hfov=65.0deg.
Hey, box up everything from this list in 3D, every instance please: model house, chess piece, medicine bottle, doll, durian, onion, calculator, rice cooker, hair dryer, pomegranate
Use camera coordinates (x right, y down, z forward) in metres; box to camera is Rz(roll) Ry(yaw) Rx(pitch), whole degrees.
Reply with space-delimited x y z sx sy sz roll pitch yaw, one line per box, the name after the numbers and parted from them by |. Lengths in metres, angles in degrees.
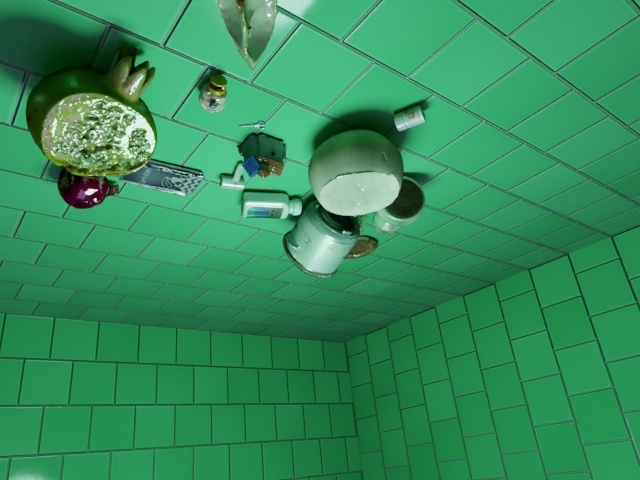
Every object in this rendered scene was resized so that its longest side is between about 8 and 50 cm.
-0.185 -0.249 1.628 0.148 0.148 0.119 16 148 -35 | model house
0.291 -0.119 2.006 0.195 0.194 0.299 -4 164 -6 | chess piece
-0.190 -0.134 1.948 0.229 0.083 0.121 0 151 -16 | medicine bottle
-0.295 -0.388 1.381 0.073 0.084 0.127 7 144 -25 | doll
-0.157 -0.506 1.103 0.144 0.139 0.252 -6 155 -12 | durian
-0.767 -0.165 1.679 0.173 0.135 0.198 -23 152 38 | onion
-0.556 -0.220 1.742 0.274 0.028 0.166 12 152 -31 | calculator
0.000 0.000 2.020 0.317 0.264 0.316 -18 142 -15 | rice cooker
-0.300 -0.231 1.766 0.082 0.047 0.137 6 147 -23 | hair dryer
-0.567 -0.344 1.291 0.310 0.216 0.358 24 111 -47 | pomegranate
0.279 -0.382 1.567 0.089 0.057 0.057 -18 153 22 | medicine bottle

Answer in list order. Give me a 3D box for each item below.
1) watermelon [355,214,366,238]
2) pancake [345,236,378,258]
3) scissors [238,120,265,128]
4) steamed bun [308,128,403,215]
0.135 -0.093 2.167 0.098 0.121 0.158 15 -165 -11 | watermelon
0.159 0.039 2.460 0.250 0.031 0.250 -6 155 -3 | pancake
-0.212 -0.356 1.559 0.083 0.006 0.036 -5 157 -4 | scissors
0.116 -0.234 1.662 0.324 0.206 0.324 -4 153 -2 | steamed bun
